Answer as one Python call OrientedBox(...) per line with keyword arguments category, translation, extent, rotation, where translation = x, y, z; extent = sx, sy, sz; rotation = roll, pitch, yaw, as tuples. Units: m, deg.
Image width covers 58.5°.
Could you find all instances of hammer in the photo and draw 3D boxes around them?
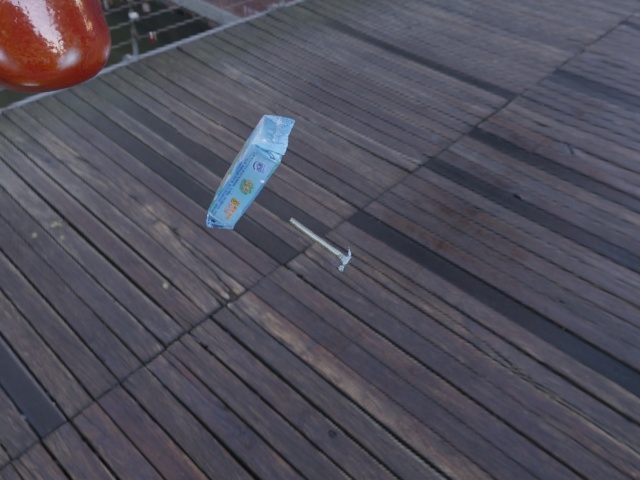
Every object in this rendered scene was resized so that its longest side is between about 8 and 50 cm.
OrientedBox(category="hammer", translation=(0.000, 0.000, 1.396), extent=(0.182, 0.062, 0.017), rotation=(37, 10, 4))

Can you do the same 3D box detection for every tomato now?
OrientedBox(category="tomato", translation=(-0.616, -0.465, 1.218), extent=(0.289, 0.293, 0.325), rotation=(-18, 21, -3))

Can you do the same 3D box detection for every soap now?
OrientedBox(category="soap", translation=(-0.167, -0.151, 1.301), extent=(0.077, 0.293, 0.156), rotation=(29, 34, -16))
